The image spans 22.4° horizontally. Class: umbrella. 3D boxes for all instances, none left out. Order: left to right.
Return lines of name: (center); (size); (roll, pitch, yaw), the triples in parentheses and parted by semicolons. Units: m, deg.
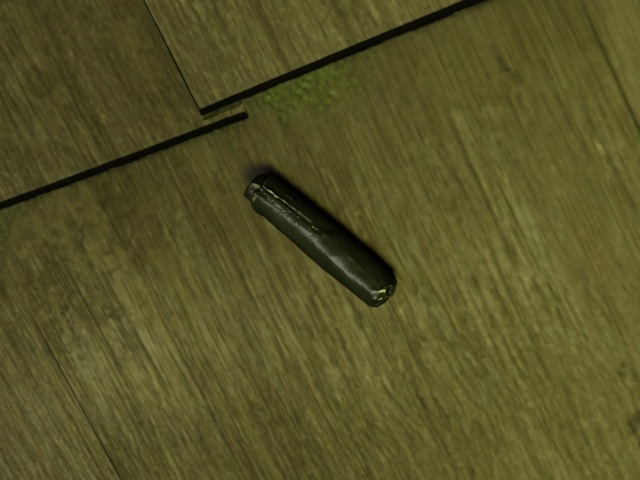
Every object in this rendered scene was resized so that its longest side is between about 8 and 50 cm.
umbrella: (0.000, 0.001, 1.166); (0.133, 0.031, 0.036); (41, 129, 10)
